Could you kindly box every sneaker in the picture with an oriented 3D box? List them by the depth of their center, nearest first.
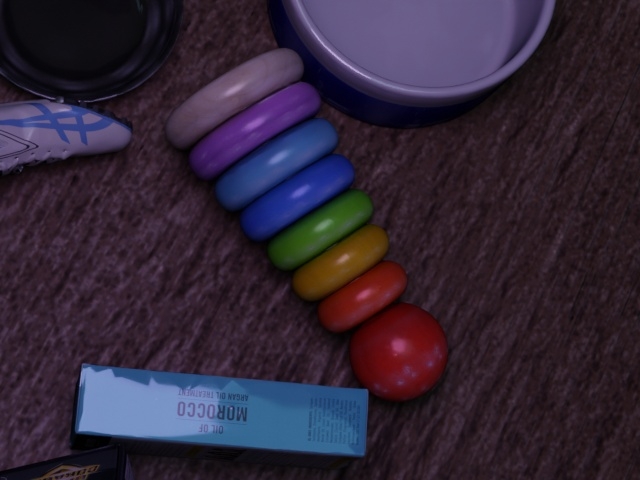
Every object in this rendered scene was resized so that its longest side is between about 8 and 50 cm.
[{"bbox_3d":[-0.276,-0.083,1.283,0.237,0.085,0.086,-2,88,-30],"label":"sneaker"}]

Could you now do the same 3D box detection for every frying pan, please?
[{"bbox_3d":[-0.274,-0.179,1.337,0.326,0.053,0.197,-37,86,-16],"label":"frying pan"}]

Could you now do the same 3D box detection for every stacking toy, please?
[{"bbox_3d":[0.000,0.000,1.318,0.141,0.141,0.330,-31,90,-17],"label":"stacking toy"}]

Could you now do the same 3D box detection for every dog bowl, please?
[{"bbox_3d":[0.084,-0.244,1.402,0.264,0.104,0.265,3,76,-11],"label":"dog bowl"}]

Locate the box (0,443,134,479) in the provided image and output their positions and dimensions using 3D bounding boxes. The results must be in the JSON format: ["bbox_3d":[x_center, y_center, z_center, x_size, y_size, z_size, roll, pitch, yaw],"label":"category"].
[{"bbox_3d":[-0.256,0.243,1.147,0.220,0.175,0.051,-13,112,1],"label":"box"}]

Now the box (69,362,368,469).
[{"bbox_3d":[-0.089,0.153,1.268,0.244,0.100,0.060,6,73,-11],"label":"box"}]
